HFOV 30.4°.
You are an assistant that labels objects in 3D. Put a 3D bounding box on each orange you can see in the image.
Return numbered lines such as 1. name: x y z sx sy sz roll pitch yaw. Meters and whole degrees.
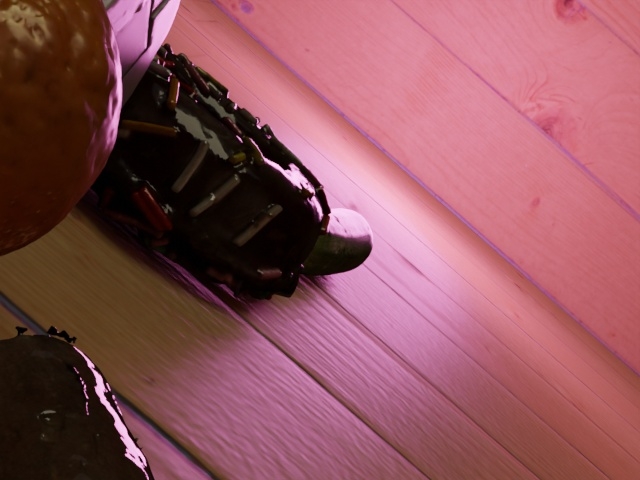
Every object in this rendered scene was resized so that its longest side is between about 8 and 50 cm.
1. orange: -0.170 -0.071 0.481 0.178 0.155 0.177 24 27 -13

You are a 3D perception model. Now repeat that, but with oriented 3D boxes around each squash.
1. squash: 0.000 0.000 1.076 0.066 0.066 0.229 44 11 13

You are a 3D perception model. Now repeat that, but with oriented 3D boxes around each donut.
1. donut: -0.102 -0.066 0.868 0.270 0.103 0.269 39 9 -7

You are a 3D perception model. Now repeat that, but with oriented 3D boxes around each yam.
1. yam: -0.076 0.096 0.343 0.084 0.084 0.127 30 15 -48

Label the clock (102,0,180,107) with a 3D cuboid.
1. clock: -0.223 -0.160 0.660 0.254 0.189 0.189 35 10 -1
